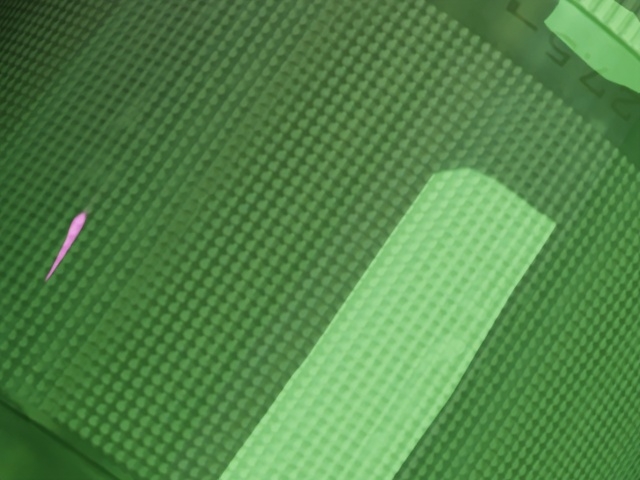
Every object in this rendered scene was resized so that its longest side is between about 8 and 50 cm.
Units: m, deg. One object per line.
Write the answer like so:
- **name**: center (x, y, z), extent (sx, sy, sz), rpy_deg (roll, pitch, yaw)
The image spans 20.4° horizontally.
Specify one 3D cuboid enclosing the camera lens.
- **camera lens**: center (0.000, 0.000, 0.478), extent (0.219, 0.219, 0.274), rpy_deg (44, 74, -35)
